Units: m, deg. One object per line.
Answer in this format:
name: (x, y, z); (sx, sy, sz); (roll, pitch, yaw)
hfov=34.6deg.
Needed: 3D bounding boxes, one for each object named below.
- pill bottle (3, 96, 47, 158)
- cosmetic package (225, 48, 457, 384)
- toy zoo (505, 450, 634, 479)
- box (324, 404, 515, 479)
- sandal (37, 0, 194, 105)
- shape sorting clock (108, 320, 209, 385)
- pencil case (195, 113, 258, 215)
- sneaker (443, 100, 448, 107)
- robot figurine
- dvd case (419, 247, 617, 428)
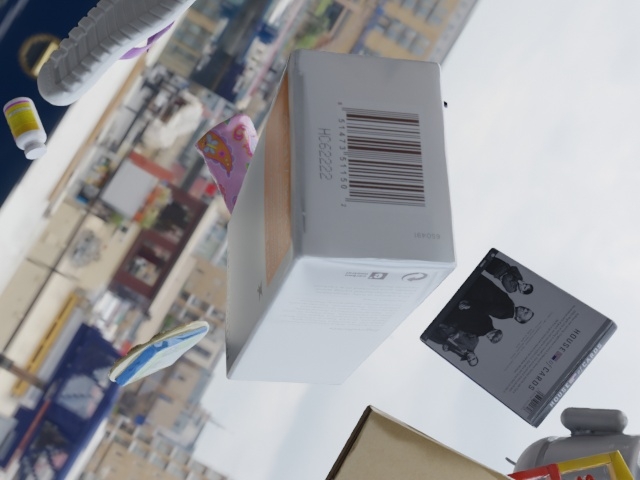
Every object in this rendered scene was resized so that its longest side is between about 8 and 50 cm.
pill bottle: (-0.416, -0.158, 1.457); (0.043, 0.083, 0.043); (-23, 163, -7)
cosmetic package: (0.000, 0.000, 1.177); (0.453, 0.162, 0.230); (120, -29, -64)
toy zoo: (0.331, 0.398, 1.383); (0.030, 0.293, 0.192); (94, -16, -68)
box: (0.093, 0.281, 1.049); (0.164, 0.201, 0.021); (-61, -163, 0)
sandal: (-0.389, -0.417, 2.064); (0.416, 0.169, 0.102); (-36, 147, 5)
shape sorting clock: (-0.301, 0.204, 1.912); (0.206, 0.040, 0.206); (-32, 169, -7)
pencil case: (-0.116, -0.086, 1.867); (0.124, 0.284, 0.124); (-29, 170, -6)
sneaker: (0.107, -0.191, 1.740); (0.224, 0.098, 0.083); (-42, 153, 12)
robot figurine: (0.487, 0.443, 1.817); (0.354, 0.200, 0.299); (-12, -113, 39)
dvd case: (0.273, 0.131, 1.451); (0.179, 0.029, 0.239); (-50, -136, -3)
